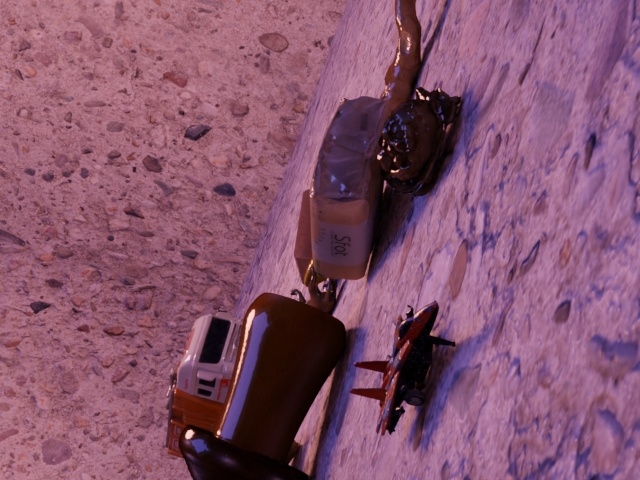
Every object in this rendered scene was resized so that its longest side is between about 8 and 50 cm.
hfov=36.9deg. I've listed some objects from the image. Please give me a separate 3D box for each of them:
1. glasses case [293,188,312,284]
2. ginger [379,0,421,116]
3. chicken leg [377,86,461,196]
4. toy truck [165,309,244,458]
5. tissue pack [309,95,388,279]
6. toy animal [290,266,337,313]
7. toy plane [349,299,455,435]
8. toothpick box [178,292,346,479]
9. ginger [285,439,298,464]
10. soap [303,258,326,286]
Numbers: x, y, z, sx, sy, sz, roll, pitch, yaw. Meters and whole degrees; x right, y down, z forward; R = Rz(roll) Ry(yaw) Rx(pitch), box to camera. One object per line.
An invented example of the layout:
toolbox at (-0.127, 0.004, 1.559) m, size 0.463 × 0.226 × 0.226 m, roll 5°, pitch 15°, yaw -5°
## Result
glasses case at (0.000, 0.000, 1.852) m, size 0.193 × 0.070 × 0.102 m, roll -83°, pitch -16°, yaw -46°
ginger at (0.129, -0.286, 1.490) m, size 0.089 × 0.075 × 0.288 m, roll -78°, pitch 3°, yaw -72°
chicken leg at (0.112, -0.108, 1.178) m, size 0.196 × 0.080 × 0.125 m, roll 104°, pitch -171°, yaw -60°
toy truck at (-0.216, 0.318, 2.006) m, size 0.387 × 0.207 × 0.173 m, roll 105°, pitch 178°, yaw -46°
tissue pack at (0.042, -0.070, 1.351) m, size 0.222 × 0.090 × 0.186 m, roll 91°, pitch -168°, yaw -57°
toy animal at (-0.005, 0.094, 1.623) m, size 0.086 × 0.069 × 0.219 m, roll -109°, pitch 27°, yaw -46°
toy plane at (0.084, 0.107, 0.890) m, size 0.189 × 0.061 × 0.130 m, roll 124°, pitch 163°, yaw -53°
toothpick box at (-0.079, 0.232, 1.368) m, size 0.192 × 0.192 × 0.294 m, roll 140°, pitch 152°, yaw -77°
ginger at (-0.114, 0.361, 1.505) m, size 0.102 × 0.157 × 0.216 m, roll 22°, pitch 100°, yaw 58°
soap at (0.020, 0.015, 1.647) m, size 0.089 × 0.033 × 0.168 m, roll -31°, pitch -27°, yaw -53°
